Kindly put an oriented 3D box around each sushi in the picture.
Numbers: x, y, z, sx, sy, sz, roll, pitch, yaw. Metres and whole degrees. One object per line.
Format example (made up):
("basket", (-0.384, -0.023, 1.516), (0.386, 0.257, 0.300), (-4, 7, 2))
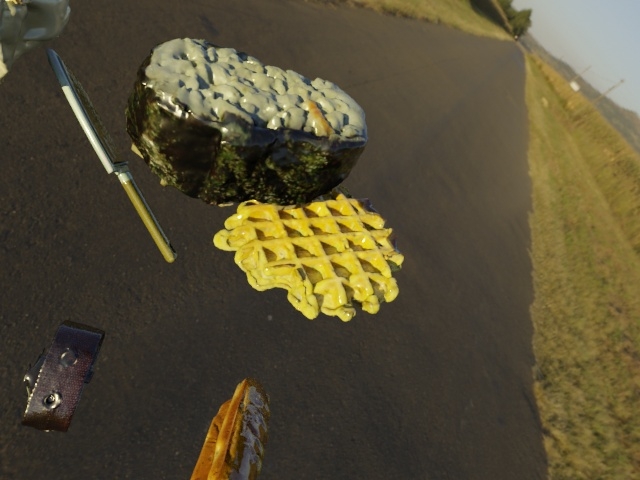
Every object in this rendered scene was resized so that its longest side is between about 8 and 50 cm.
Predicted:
("sushi", (-0.100, -0.162, 0.665), (0.349, 0.171, 0.211), (3, 52, -29))

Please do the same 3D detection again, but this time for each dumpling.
("dumpling", (-0.393, -0.300, 0.546), (0.146, 0.258, 0.193), (-6, 72, -40))

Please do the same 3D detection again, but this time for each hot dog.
("hot dog", (-0.117, 0.281, 0.562), (0.072, 0.115, 0.269), (43, 13, -11))

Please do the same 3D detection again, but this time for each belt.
("belt", (-0.725, 0.372, 1.228), (0.163, 0.184, 0.290), (20, 67, -20))

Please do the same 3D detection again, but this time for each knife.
("knife", (-0.303, -0.117, 0.656), (0.061, 0.026, 0.343), (-104, 168, -78))

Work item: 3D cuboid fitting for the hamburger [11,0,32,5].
("hamburger", (-0.330, -0.317, 0.397), (0.102, 0.176, 0.087), (6, 45, -3))

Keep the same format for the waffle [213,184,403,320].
("waffle", (0.001, -0.003, 0.722), (0.311, 0.060, 0.307), (33, 44, 19))
